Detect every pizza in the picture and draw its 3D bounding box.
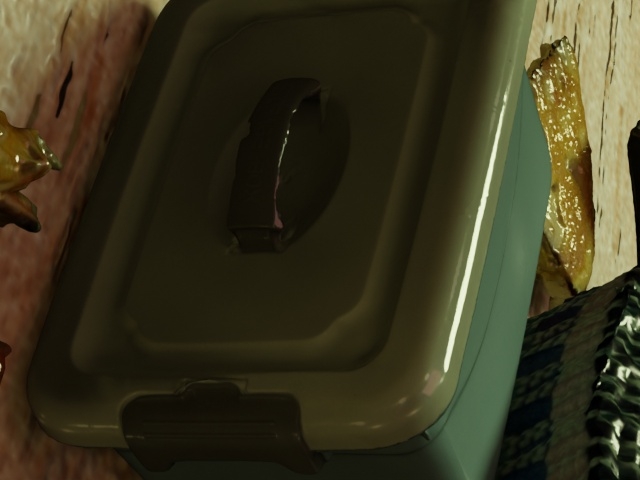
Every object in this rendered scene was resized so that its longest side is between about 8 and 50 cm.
[{"bbox_3d":[0.120,-0.039,1.026,0.099,0.035,0.160,17,66,-56],"label":"pizza"}]

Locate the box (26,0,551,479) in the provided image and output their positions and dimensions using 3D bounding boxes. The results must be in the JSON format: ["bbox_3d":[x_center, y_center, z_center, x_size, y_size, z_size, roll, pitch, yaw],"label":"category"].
[{"bbox_3d":[0.000,0.000,0.711,0.130,0.162,0.227,60,36,-47],"label":"box"}]

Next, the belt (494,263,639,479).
[{"bbox_3d":[0.112,0.150,0.774,0.207,0.160,0.295,49,32,-21],"label":"belt"}]

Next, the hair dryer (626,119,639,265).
[{"bbox_3d":[0.155,0.120,0.979,0.359,0.120,0.304,-31,115,-47],"label":"hair dryer"}]

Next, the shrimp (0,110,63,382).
[{"bbox_3d":[-0.146,0.011,0.580,0.187,0.051,0.133,-19,109,-51],"label":"shrimp"}]
